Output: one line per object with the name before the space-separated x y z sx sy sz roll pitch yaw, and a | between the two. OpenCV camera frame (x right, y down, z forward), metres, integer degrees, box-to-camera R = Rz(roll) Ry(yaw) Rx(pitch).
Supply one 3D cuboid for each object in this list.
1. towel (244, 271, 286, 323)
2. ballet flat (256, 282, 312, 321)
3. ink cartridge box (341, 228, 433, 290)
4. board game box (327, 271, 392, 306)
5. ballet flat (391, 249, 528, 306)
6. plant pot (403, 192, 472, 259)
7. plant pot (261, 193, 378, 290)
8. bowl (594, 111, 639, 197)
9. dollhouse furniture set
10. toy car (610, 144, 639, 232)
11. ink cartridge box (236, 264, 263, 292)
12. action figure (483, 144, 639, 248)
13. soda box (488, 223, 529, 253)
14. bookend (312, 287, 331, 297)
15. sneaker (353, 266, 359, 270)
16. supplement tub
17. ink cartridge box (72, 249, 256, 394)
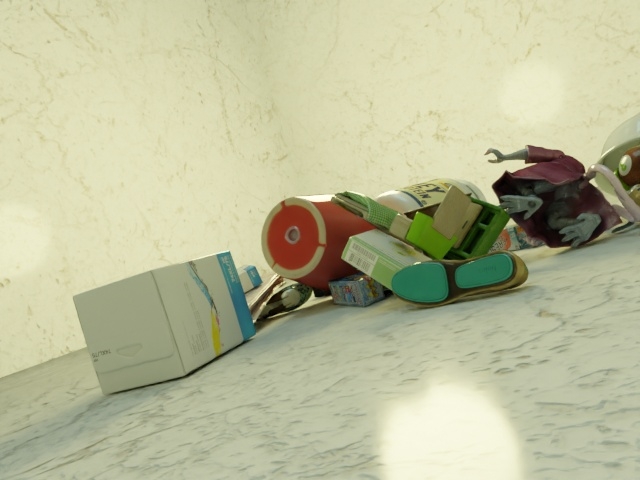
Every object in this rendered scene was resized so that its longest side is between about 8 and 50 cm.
towel | -0.272 0.191 1.412 0.332 0.053 0.317 -20 11 21
ballet flat | -0.108 0.167 1.459 0.188 0.070 0.070 -26 -1 6
ink cartridge box | 0.170 0.037 1.101 0.171 0.056 0.235 31 25 23
board game box | 0.123 0.097 1.236 0.194 0.060 0.194 -17 1 -4
ballet flat | 0.226 0.069 0.906 0.232 0.080 0.073 -11 -19 41
plant pot | 0.300 -0.012 1.316 0.167 0.165 0.167 -17 1 0
plant pot | 0.000 0.000 1.390 0.275 0.275 0.243 -17 -13 33
bowl | 0.771 -0.211 1.233 0.298 0.134 0.298 9 -22 4
dollhouse furniture set | 0.193 -0.068 1.145 0.197 0.151 0.301 30 1 -36
toy car | 0.646 -0.094 1.107 0.188 0.149 0.155 -44 -15 -24
ink cartridge box | -0.221 0.111 1.412 0.122 0.052 0.088 -29 12 -22
action figure | 0.512 -0.136 1.201 0.275 0.248 0.370 -31 5 37
soda box | 0.454 -0.003 1.396 0.063 0.058 0.183 -17 -1 -24
bookend | 0.022 0.121 1.674 0.156 0.072 0.157 -17 0 -36
sneaker | 0.110 0.057 1.311 0.083 0.031 0.035 -12 -16 -29
supplement tub | 0.317 -0.054 1.624 0.325 0.235 0.235 -17 0 -37
ink cartridge box | -0.297 0.152 1.099 0.198 0.197 0.270 -17 0 21
